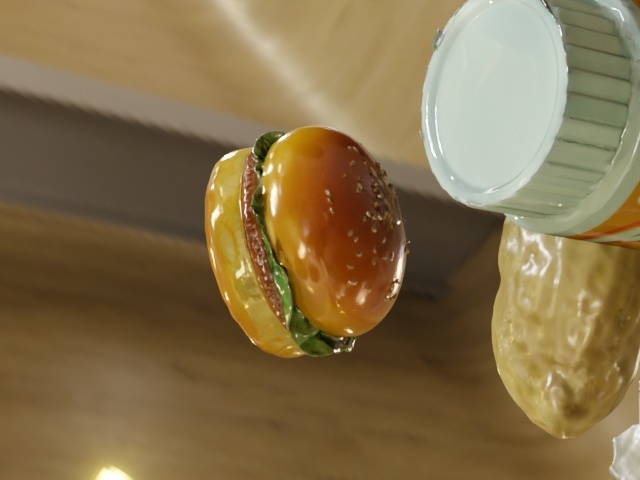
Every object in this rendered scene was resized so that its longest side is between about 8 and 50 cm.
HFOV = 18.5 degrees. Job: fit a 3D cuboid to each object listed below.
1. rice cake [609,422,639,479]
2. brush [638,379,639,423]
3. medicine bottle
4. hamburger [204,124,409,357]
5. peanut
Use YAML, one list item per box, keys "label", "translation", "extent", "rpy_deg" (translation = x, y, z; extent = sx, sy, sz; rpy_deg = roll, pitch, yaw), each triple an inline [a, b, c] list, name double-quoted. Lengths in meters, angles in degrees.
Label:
- label: "rice cake"
  translation: [0.276, 0.220, 1.435]
  extent: [0.256, 0.057, 0.052]
  rpy_deg: [55, 176, -40]
- label: "brush"
  translation: [0.311, 0.273, 1.676]
  extent: [0.090, 0.017, 0.314]
  rpy_deg: [11, -114, -20]
- label: "medicine bottle"
  translation: [0.227, -0.069, 1.252]
  extent: [0.318, 0.158, 0.158]
  rpy_deg: [8, -152, -34]
- label: "hamburger"
  translation: [0.000, -0.001, 1.997]
  extent: [0.246, 0.170, 0.246]
  rpy_deg: [48, -149, -43]
- label: "peanut"
  translation: [0.203, -0.001, 1.490]
  extent: [0.147, 0.305, 0.147]
  rpy_deg: [11, 159, 4]
